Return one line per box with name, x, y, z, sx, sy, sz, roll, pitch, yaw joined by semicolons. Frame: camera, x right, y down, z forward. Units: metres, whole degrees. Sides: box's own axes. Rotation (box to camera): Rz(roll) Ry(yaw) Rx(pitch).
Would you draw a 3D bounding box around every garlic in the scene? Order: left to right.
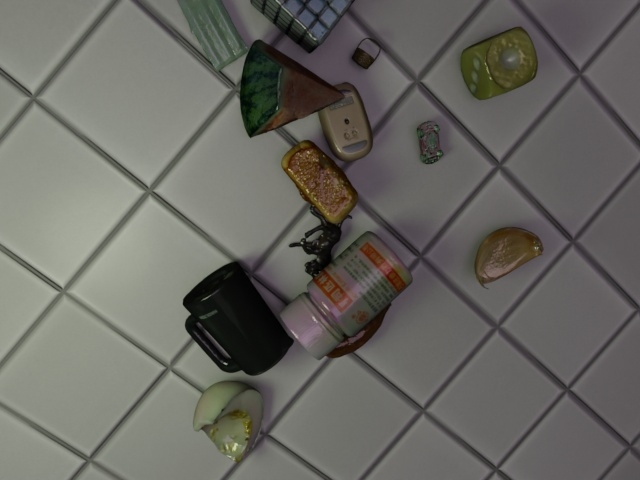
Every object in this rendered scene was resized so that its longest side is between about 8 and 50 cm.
garlic;0.602;0.052;1.765;0.244;0.164;0.145;-37;122;4

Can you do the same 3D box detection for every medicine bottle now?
medicine bottle;0.077;0.170;1.659;0.388;0.219;0.219;-41;105;-1

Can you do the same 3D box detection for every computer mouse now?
computer mouse;0.074;-0.357;1.626;0.145;0.082;0.237;-20;93;-5

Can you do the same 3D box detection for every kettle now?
kettle;-0.269;0.262;1.630;0.262;0.203;0.308;-35;108;-4

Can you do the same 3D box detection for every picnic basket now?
picnic basket;0.140;-0.563;1.607;0.072;0.072;0.083;32;103;-14

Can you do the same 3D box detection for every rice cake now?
rice cake;-0.311;-0.616;1.530;0.127;0.043;0.237;-31;104;-2

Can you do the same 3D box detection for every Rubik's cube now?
Rubik's cube;-0.033;-0.687;1.466;0.236;0.238;0.237;37;93;-13

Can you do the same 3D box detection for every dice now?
dice;0.540;-0.536;1.634;0.169;0.169;0.166;-24;103;-5

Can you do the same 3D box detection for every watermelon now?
watermelon;-0.102;-0.450;1.495;0.292;0.283;0.251;-29;109;-16

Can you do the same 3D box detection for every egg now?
egg;-0.300;0.543;1.698;0.206;0.161;0.271;-56;144;-28

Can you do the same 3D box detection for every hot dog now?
hot dog;-0.001;-0.175;1.614;0.150;0.153;0.257;-41;91;4

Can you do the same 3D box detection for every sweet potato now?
sweet potato;0.123;0.299;1.763;0.291;0.097;0.097;-31;105;-8

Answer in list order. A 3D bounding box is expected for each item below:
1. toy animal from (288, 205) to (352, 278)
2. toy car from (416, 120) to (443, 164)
toy animal;0.000;0.000;1.695;0.148;0.084;0.233;27;98;-27
toy car;0.343;-0.311;1.702;0.069;0.055;0.142;-17;117;-6
